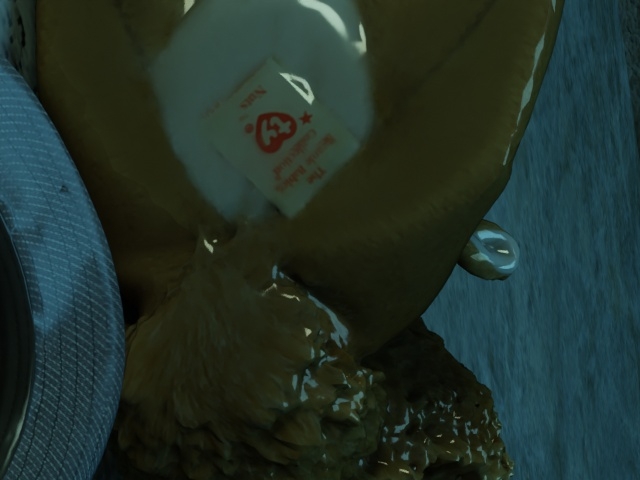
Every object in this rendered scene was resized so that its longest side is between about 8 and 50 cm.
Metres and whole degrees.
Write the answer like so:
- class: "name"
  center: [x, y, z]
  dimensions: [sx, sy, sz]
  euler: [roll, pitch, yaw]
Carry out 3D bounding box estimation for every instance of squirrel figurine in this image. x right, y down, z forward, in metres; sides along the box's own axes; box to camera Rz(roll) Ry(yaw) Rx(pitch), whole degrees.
- class: "squirrel figurine"
  center: [0.000, 0.000, 1.137]
  dimensions: [0.370, 0.281, 0.397]
  euler: [38, 58, -78]

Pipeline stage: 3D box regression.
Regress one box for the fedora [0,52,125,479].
- class: "fedora"
  center: [-0.208, 0.042, 0.670]
  dimensions: [0.243, 0.124, 0.275]
  euler: [62, 38, -18]
